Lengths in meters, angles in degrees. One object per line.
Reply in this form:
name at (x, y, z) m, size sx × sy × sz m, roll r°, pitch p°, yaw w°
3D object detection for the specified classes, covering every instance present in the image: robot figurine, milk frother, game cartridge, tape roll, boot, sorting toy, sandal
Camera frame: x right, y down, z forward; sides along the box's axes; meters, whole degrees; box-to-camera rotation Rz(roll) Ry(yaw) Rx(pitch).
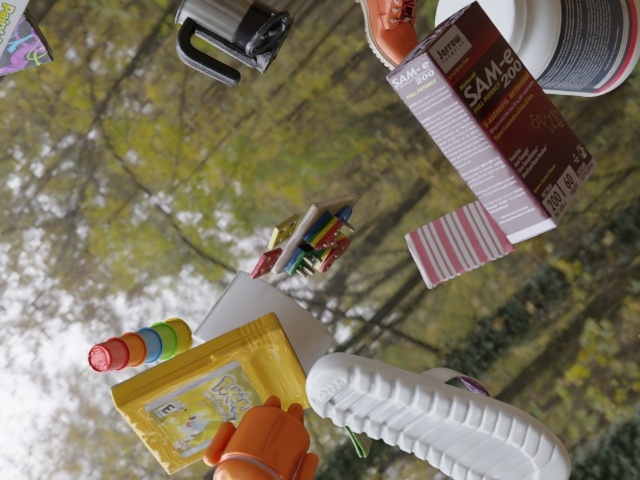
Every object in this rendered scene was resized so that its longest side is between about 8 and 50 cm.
robot figurine at (-0.098, 0.362, 1.850) m, size 0.158 × 0.128 × 0.219 m, roll 40°, pitch -132°, yaw -13°
milk frother at (-0.108, -0.283, 1.414) m, size 0.134 × 0.143 × 0.129 m, roll 29°, pitch -126°, yaw -4°
game cartridge at (-0.186, 0.288, 2.061) m, size 0.285 × 0.323 × 0.053 m, roll 67°, pitch 178°, yaw -50°
tape roll at (-0.117, 0.200, 2.279) m, size 0.246 × 0.169 × 0.246 m, roll 34°, pitch 168°, yaw 8°
boot at (0.094, -0.283, 1.381) m, size 0.059 × 0.084 × 0.158 m, roll -22°, pitch -90°, yaw -37°
sorting toy at (0.000, 0.000, 1.695) m, size 0.046 × 0.132 × 0.274 m, roll 41°, pitch -155°, yaw 17°
sandal at (0.184, 0.249, 1.644) m, size 0.416 × 0.169 × 0.102 m, roll 25°, pitch -141°, yaw -7°

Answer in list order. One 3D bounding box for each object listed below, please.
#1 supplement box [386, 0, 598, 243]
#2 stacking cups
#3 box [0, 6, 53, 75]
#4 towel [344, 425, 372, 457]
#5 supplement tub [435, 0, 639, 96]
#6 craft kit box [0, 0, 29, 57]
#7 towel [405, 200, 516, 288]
supplement box at (0.195, -0.132, 1.250) m, size 0.239 × 0.073 × 0.130 m, roll 50°, pitch -130°, yaw -11°
stacking cups at (-0.406, 0.232, 2.502) m, size 0.096 × 0.096 × 0.316 m, roll 48°, pitch -161°, yaw 16°
box at (-0.478, -0.298, 1.677) m, size 0.162 × 0.116 × 0.029 m, roll 81°, pitch 173°, yaw -72°
towel at (0.057, 0.345, 2.083) m, size 0.113 × 0.023 × 0.152 m, roll 58°, pitch -175°, yaw 4°
supplement tub at (0.326, -0.314, 1.659) m, size 0.272 × 0.191 × 0.191 m, roll -1°, pitch -139°, yaw -35°
craft kit box at (-0.367, -0.284, 1.272) m, size 0.061 × 0.247 × 0.250 m, roll 21°, pitch -148°, yaw -22°
towel at (0.283, 0.006, 2.271) m, size 0.029 × 0.197 × 0.144 m, roll 57°, pitch -170°, yaw -51°
